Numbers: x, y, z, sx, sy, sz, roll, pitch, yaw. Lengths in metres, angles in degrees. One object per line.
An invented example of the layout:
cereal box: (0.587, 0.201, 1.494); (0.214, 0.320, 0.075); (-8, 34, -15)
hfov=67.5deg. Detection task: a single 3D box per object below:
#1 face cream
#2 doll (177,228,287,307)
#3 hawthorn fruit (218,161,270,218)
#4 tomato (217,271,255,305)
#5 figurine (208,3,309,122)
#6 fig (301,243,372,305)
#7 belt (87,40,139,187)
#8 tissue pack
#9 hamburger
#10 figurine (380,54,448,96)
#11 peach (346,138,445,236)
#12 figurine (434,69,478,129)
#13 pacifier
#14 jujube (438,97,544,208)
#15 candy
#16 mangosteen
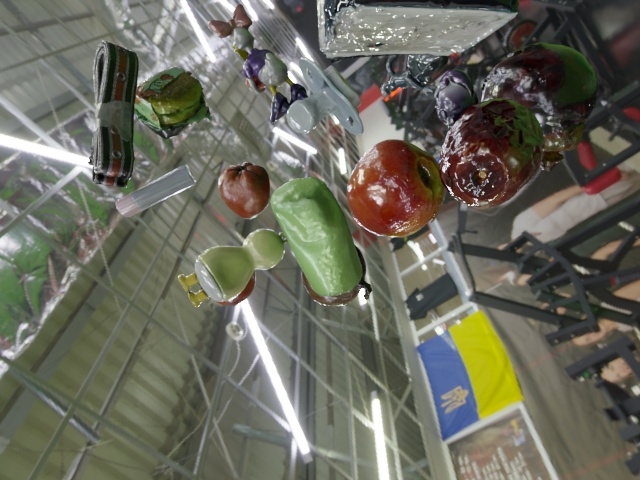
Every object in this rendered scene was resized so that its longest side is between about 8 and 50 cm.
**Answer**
face cream: (-0.419, -0.126, 1.222); (0.057, 0.199, 0.084); (64, 175, -9)
doll: (-0.209, 0.059, 1.223); (0.117, 0.297, 0.141); (-6, 113, 63)
hawthorn fruit: (-0.191, -0.127, 1.220); (0.132, 0.133, 0.137); (-96, 0, -57)
tomato: (-0.299, 0.143, 1.585); (0.167, 0.167, 0.167); (47, -161, -22)
figurine: (-0.209, -0.606, 1.647); (0.420, 0.154, 0.193); (51, 167, 13)
fig: (0.052, 0.098, 1.539); (0.235, 0.215, 0.234); (2, -93, -39)
belt: (-0.518, -0.317, 1.204); (0.094, 0.126, 0.358); (3, -93, -39)
tissue pack: (0.120, -0.493, 0.686); (0.253, 0.265, 0.415); (-134, 42, -80)
hamburger: (-0.418, -0.403, 1.383); (0.235, 0.214, 0.125); (32, 151, 22)
figurine: (0.311, -0.577, 1.575); (0.140, 0.266, 0.192); (49, -130, -36)
peach: (0.258, -0.180, 1.704); (0.290, 0.373, 0.372); (-32, -94, -38)
figurine: (0.414, -0.407, 1.434); (0.145, 0.146, 0.222); (27, -144, -56)
pacifier: (-0.002, -0.388, 1.401); (0.279, 0.207, 0.227); (49, 173, 2)
jujube: (0.364, -0.185, 1.033); (0.223, 0.223, 0.318); (53, -146, -6)
candy: (0.000, 0.000, 1.177); (0.142, 0.132, 0.343); (16, 145, 37)
mangosteen: (0.766, -0.475, 1.674); (0.421, 0.381, 0.380); (50, -163, -34)
